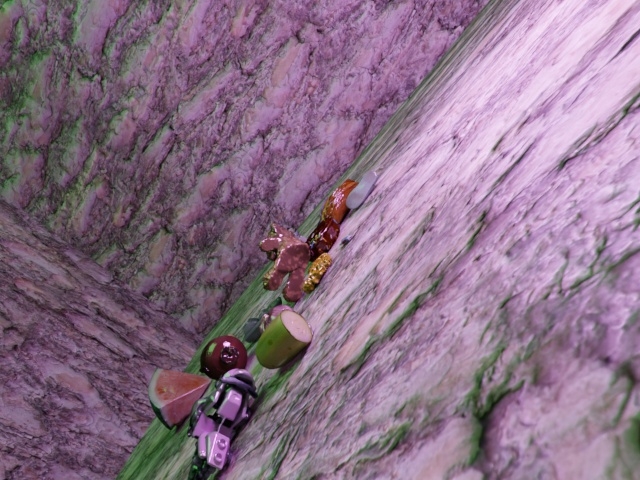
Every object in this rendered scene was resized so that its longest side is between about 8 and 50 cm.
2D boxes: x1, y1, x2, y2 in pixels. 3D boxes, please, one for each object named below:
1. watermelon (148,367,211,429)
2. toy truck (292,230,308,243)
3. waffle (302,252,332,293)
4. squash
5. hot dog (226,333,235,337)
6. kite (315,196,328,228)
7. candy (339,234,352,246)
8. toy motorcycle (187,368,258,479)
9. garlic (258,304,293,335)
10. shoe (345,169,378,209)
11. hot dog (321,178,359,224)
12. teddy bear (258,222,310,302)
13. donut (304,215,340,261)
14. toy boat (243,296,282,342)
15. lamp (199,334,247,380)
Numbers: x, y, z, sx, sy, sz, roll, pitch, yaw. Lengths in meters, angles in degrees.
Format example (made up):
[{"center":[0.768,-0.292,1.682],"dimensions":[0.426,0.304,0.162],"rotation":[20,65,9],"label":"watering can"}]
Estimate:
[{"center":[-0.716,0.742,2.075],"dimensions":[0.293,0.250,0.283],"rotation":[-56,14,-8],"label":"watermelon"},{"center":[-0.154,0.061,2.357],"dimensions":[0.272,0.124,0.157],"rotation":[-31,32,59],"label":"toy truck"},{"center":[-0.018,0.115,1.619],"dimensions":[0.149,0.051,0.194],"rotation":[-49,9,10],"label":"waffle"},{"center":[-0.115,0.287,1.191],"dimensions":[0.187,0.123,0.123],"rotation":[-47,9,25],"label":"squash"},{"center":[-0.469,0.530,2.233],"dimensions":[0.061,0.078,0.169],"rotation":[-12,9,-3],"label":"hot dog"},{"center":[0.023,-0.094,2.108],"dimensions":[0.015,0.141,0.245],"rotation":[-5,49,40],"label":"kite"},{"center":[0.094,0.001,1.601],"dimensions":[0.030,0.020,0.083],"rotation":[-57,12,-32],"label":"candy"},{"center":[-0.260,0.468,1.133],"dimensions":[0.188,0.143,0.327],"rotation":[-48,16,22],"label":"toy motorcycle"},{"center":[-0.152,0.282,1.456],"dimensions":[0.147,0.102,0.159],"rotation":[-49,9,13],"label":"garlic"},{"center":[0.194,-0.218,1.885],"dimensions":[0.078,0.079,0.195],"rotation":[6,-60,-57],"label":"shoe"},{"center":[0.087,-0.172,2.028],"dimensions":[0.272,0.122,0.196],"rotation":[-53,2,-21],"label":"hot dog"},{"center":[-0.164,0.081,1.716],"dimensions":[0.222,0.246,0.296],"rotation":[0,60,48],"label":"teddy bear"},{"center":[0.000,0.000,1.872],"dimensions":[0.235,0.089,0.235],"rotation":[-50,10,12],"label":"donut"},{"center":[-0.248,0.332,1.820],"dimensions":[0.260,0.085,0.078],"rotation":[-49,8,19],"label":"toy boat"},{"center":[-0.388,0.469,1.685],"dimensions":[0.180,0.180,0.258],"rotation":[-56,8,-28],"label":"lamp"}]
